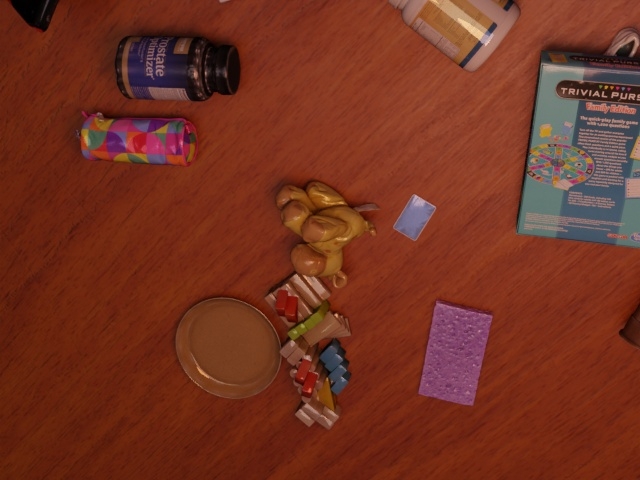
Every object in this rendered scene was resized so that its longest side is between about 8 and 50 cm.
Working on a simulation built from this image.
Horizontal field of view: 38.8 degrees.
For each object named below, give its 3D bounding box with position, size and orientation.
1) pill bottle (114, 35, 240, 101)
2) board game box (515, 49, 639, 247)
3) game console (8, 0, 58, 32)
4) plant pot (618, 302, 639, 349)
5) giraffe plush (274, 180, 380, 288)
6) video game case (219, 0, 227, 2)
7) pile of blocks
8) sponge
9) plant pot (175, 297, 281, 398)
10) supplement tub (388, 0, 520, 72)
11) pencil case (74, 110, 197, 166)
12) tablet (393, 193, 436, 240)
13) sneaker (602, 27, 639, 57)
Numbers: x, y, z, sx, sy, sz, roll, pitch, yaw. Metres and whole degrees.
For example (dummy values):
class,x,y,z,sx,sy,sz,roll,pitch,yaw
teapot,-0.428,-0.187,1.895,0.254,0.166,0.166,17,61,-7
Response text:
class,x,y,z,sx,sy,sz,roll,pitch,yaw
pill bottle,-0.270,-0.329,1.743,0.219,0.123,0.123,3,108,11
board game box,0.499,-0.158,1.626,0.253,0.079,0.336,7,121,9
game console,-0.500,-0.616,1.639,0.342,0.060,0.387,45,116,32
plant pot,0.663,0.130,1.683,0.167,0.167,0.165,19,103,5
giraffe plush,0.000,0.000,1.793,0.210,0.181,0.170,5,125,-26
video game case,-0.113,-0.572,1.681,0.227,0.026,0.206,-13,104,16
pile of blocks,-0.011,0.236,1.879,0.149,0.112,0.362,-12,105,15
sponge,0.274,0.230,1.860,0.117,0.031,0.210,11,109,8
plant pot,-0.195,0.228,1.959,0.236,0.032,0.236,4,109,11
supplement tub,0.234,-0.407,1.598,0.199,0.144,0.144,38,111,-2
pencil case,-0.366,-0.202,1.820,0.236,0.104,0.104,5,109,9
tablet,0.186,-0.046,1.801,0.054,0.006,0.083,31,111,1
sneaker,0.513,-0.308,1.617,0.053,0.061,0.152,30,113,-1
